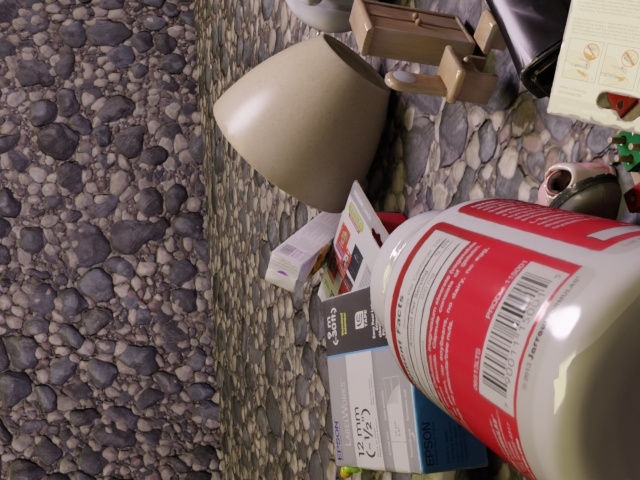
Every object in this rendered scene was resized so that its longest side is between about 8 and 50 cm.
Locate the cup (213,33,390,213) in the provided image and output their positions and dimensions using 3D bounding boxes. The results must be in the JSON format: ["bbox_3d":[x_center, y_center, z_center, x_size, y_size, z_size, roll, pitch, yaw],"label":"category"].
[{"bbox_3d":[-0.004,-0.251,1.492,0.237,0.331,0.331,-49,37,21],"label":"cup"}]

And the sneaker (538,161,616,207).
[{"bbox_3d":[0.294,-0.068,0.961,0.134,0.070,0.051,157,109,-70],"label":"sneaker"}]

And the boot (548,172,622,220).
[{"bbox_3d":[0.314,0.051,0.868,0.247,0.083,0.161,84,169,-55],"label":"boot"}]

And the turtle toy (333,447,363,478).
[{"bbox_3d":[0.070,0.416,1.585,0.130,0.066,0.095,-110,27,-43],"label":"turtle toy"}]

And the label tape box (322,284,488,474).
[{"bbox_3d":[0.082,0.200,1.128,0.347,0.115,0.249,-24,68,59],"label":"label tape box"}]

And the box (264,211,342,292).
[{"bbox_3d":[0.000,0.000,1.480,0.324,0.067,0.063,-42,-27,-57],"label":"box"}]

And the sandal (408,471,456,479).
[{"bbox_3d":[0.213,0.265,1.154,0.169,0.102,0.417,-104,26,-75],"label":"sandal"}]

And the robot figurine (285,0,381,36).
[{"bbox_3d":[0.040,-0.542,1.454,0.300,0.199,0.354,-53,-14,-47],"label":"robot figurine"}]

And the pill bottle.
[{"bbox_3d":[0.200,0.082,0.726,0.407,0.228,0.229,-152,63,-69],"label":"pill bottle"}]

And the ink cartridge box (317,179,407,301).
[{"bbox_3d":[0.125,0.087,1.339,0.309,0.130,0.272,-116,34,-49],"label":"ink cartridge box"}]

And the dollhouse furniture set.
[{"bbox_3d":[0.173,-0.421,1.076,0.303,0.173,0.356,-102,21,-49],"label":"dollhouse furniture set"}]

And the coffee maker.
[{"bbox_3d":[0.254,-0.266,0.919,0.120,0.171,0.178,-53,42,46],"label":"coffee maker"}]

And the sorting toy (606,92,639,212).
[{"bbox_3d":[0.360,-0.102,0.814,0.132,0.046,0.275,126,140,-58],"label":"sorting toy"}]

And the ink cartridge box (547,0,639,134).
[{"bbox_3d":[0.337,-0.220,0.767,0.181,0.056,0.225,24,117,39],"label":"ink cartridge box"}]
